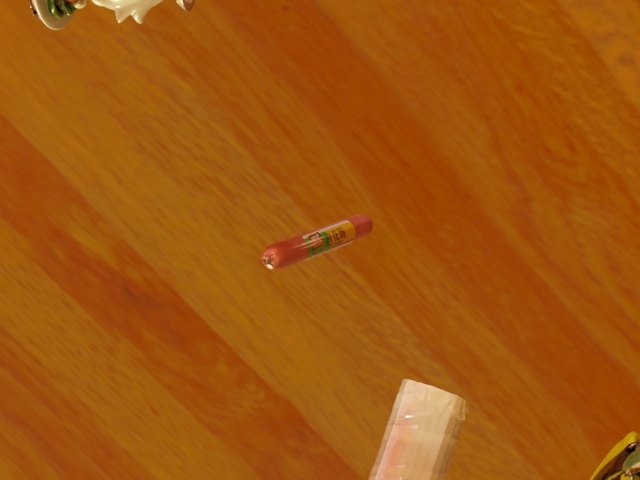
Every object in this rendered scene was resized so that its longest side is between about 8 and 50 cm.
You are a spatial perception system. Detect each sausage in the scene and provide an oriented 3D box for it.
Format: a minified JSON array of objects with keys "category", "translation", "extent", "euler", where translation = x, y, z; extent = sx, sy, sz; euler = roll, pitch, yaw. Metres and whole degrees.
[{"category":"sausage","translation":[0.000,0.000,1.349],"extent":[0.223,0.029,0.029],"euler":[-20,109,-56]}]

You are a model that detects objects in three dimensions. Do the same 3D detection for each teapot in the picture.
[{"category":"teapot","translation":[0.089,0.253,1.257],"extent":[0.077,0.107,0.200],"euler":[17,75,13]}]

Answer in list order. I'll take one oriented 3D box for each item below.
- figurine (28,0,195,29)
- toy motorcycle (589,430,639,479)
[{"category":"figurine","translation":[-0.189,-0.260,1.165],"extent":[0.154,0.132,0.132],"euler":[7,96,10]},{"category":"toy motorcycle","translation":[0.370,0.242,1.063],"extent":[0.206,0.342,0.142],"euler":[57,30,-50]}]
